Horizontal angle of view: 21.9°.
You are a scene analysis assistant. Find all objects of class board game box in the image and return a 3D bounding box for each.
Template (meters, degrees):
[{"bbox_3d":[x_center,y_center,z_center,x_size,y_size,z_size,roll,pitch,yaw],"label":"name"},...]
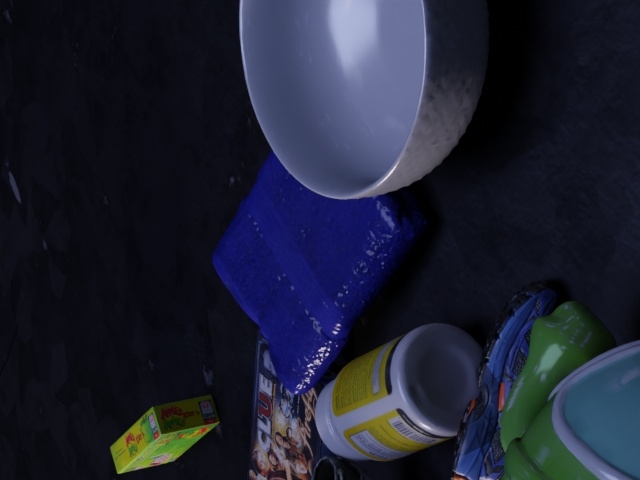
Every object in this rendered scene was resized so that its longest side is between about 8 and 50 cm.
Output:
[{"bbox_3d":[-0.029,0.249,2.048,0.165,0.042,0.243,33,125,51],"label":"board game box"},{"bbox_3d":[-0.220,0.273,2.326,0.181,0.092,0.043,-44,61,54],"label":"board game box"}]

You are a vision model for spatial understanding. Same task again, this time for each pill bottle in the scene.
[{"bbox_3d":[0.083,0.169,1.766,0.208,0.119,0.119,-32,70,57],"label":"pill bottle"}]

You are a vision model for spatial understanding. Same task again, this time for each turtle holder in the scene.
[{"bbox_3d":[0.281,0.191,1.363,0.227,0.243,0.320,-53,11,6],"label":"turtle holder"}]

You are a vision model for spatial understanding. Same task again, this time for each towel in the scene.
[{"bbox_3d":[0.000,0.000,1.890,0.228,0.076,0.308,58,136,26],"label":"towel"}]

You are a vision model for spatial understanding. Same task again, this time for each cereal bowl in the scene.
[{"bbox_3d":[0.060,-0.215,1.676,0.339,0.141,0.339,20,114,54],"label":"cereal bowl"}]

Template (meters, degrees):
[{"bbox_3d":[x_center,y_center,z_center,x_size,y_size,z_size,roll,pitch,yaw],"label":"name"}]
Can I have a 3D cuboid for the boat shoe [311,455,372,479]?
[{"bbox_3d":[0.002,0.344,1.801,0.077,0.070,0.219,-12,58,36],"label":"boat shoe"}]

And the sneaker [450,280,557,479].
[{"bbox_3d":[0.195,0.144,1.624,0.083,0.087,0.221,-69,-5,-75],"label":"sneaker"}]
